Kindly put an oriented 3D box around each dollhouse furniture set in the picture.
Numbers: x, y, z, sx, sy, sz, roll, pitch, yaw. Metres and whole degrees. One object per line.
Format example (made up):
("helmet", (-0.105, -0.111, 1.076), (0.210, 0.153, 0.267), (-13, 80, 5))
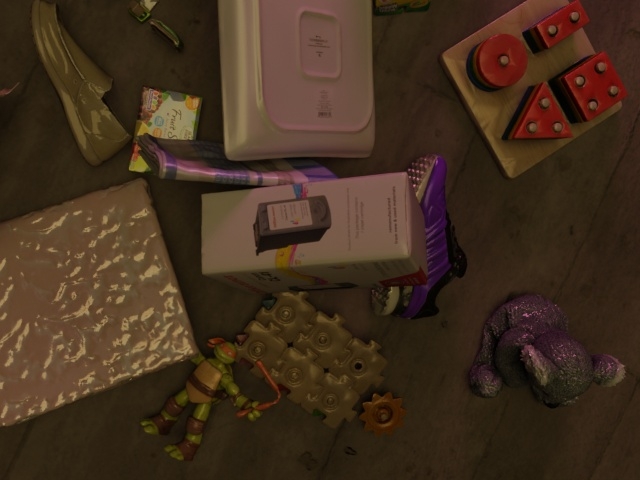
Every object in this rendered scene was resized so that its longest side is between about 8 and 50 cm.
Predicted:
("dollhouse furniture set", (-0.267, -0.374, 1.186), (0.151, 0.076, 0.058), (39, 88, -9))

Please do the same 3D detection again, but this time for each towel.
("towel", (-0.131, -0.122, 1.138), (0.285, 0.209, 0.034), (2, 108, -23))
("towel", (-0.391, 0.092, 1.177), (0.332, 0.053, 0.317), (-19, 81, -7))

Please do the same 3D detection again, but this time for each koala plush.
("koala plush", (0.388, 0.203, 1.265), (0.196, 0.221, 0.203), (9, 93, -10))

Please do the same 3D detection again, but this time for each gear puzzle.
("gear puzzle", (0.018, 0.223, 1.296), (0.339, 0.044, 0.175), (37, 95, -9))

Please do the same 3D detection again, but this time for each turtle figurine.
("turtle figurine", (-0.207, 0.241, 1.236), (0.269, 0.087, 0.217), (35, 94, 15))

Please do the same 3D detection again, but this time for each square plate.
("square plate", (-0.015, -0.299, 1.143), (0.347, 0.049, 0.344), (-9, 99, -48))

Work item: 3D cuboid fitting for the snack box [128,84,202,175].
("snack box", (-0.256, -0.176, 1.222), (0.100, 0.037, 0.141), (9, 93, -12))

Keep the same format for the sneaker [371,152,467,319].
("sneaker", (0.192, 0.000, 1.286), (0.146, 0.102, 0.293), (13, 97, -14))

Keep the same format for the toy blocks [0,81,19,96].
("toy blocks", (-0.605, -0.119, 1.092), (0.288, 0.260, 0.309), (-23, 109, 25))

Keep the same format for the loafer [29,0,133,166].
("loafer", (-0.377, -0.254, 1.170), (0.092, 0.102, 0.268), (-21, 107, -9))

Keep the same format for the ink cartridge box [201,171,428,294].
("ink cartridge box", (0.000, 0.000, 1.127), (0.306, 0.226, 0.131), (-6, 76, 14))

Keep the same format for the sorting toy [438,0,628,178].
("sorting toy", (0.384, -0.282, 1.294), (0.255, 0.089, 0.257), (-33, 99, -5))

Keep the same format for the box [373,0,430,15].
("box", (0.142, -0.461, 1.225), (0.105, 0.043, 0.179), (-8, 138, -9))
